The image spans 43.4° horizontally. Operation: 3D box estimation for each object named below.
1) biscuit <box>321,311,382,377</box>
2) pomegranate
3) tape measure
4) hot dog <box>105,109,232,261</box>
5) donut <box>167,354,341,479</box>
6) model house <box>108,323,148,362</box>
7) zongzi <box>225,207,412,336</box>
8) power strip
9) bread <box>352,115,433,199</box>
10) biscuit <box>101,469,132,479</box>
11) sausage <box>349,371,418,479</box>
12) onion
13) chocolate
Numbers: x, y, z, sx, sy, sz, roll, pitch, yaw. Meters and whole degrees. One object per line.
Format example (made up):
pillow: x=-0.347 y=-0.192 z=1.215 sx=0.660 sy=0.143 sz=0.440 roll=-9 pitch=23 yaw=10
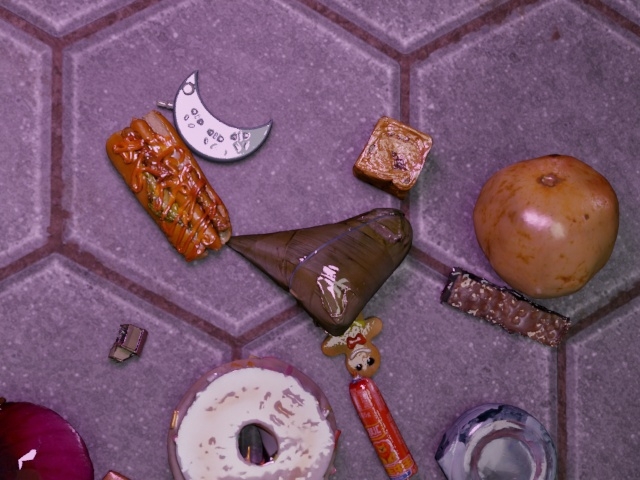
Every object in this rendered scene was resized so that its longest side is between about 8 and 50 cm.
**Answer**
biscuit: x=0.068 y=0.210 z=1.871 sx=0.158 sy=0.035 sz=0.240 roll=-27 pitch=93 yaw=-7
pomegranate: x=0.504 y=-0.028 z=1.834 sx=0.342 sy=0.342 sz=0.343 roll=0 pitch=89 yaw=-10
tape measure: x=0.404 y=0.512 z=1.871 sx=0.275 sy=0.147 sz=0.256 roll=-28 pitch=92 yaw=-6
hot dog: x=-0.327 y=-0.117 z=1.763 sx=0.158 sy=0.117 sz=0.349 roll=-33 pitch=95 yaw=-9
donut: x=-0.147 y=0.438 z=1.771 sx=0.382 sy=0.142 sz=0.383 roll=0 pitch=90 yaw=-11
model house: x=-0.423 y=0.232 z=1.776 sx=0.058 sy=0.057 sz=0.083 roll=30 pitch=63 yaw=-34
zongzi: x=0.000 y=0.000 z=1.832 sx=0.360 sy=0.160 sz=0.323 roll=33 pitch=62 yaw=20
power strip: x=-0.245 y=-0.270 z=1.813 sx=0.253 sy=0.054 sz=0.168 roll=30 pitch=83 yaw=-9
bread: x=0.167 y=-0.191 z=1.842 sx=0.149 sy=0.143 sz=0.158 roll=30 pitch=84 yaw=-2
biscuit: x=-0.431 y=0.657 z=1.766 sx=0.283 sy=0.043 sz=0.306 roll=-14 pitch=91 yaw=-10
sausage: x=0.137 y=0.424 z=1.858 sx=0.074 sy=0.074 sz=0.274 roll=-26 pitch=92 yaw=-10
onion: x=-0.635 y=0.468 z=1.555 sx=0.347 sy=0.385 sz=0.348 roll=-3 pitch=69 yaw=8
chocolate: x=0.440 y=0.160 z=1.927 sx=0.329 sy=0.065 sz=0.102 roll=24 pitch=99 yaw=-8
